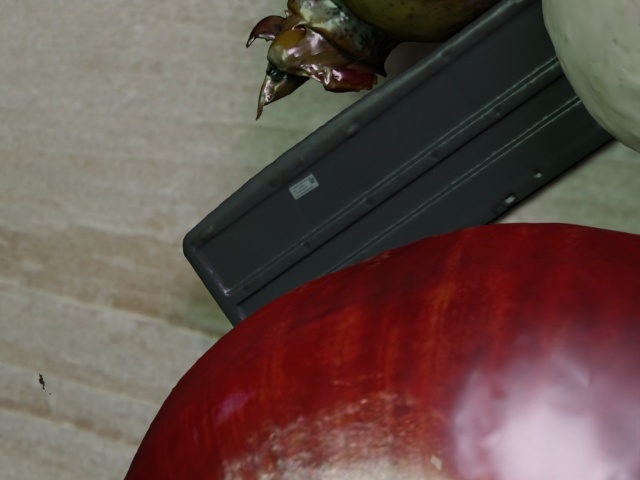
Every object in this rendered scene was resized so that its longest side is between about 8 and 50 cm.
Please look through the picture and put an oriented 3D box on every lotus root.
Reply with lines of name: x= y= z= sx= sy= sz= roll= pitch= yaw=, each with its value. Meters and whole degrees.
lotus root: x=0.052 y=-0.182 z=1.012 sx=0.154 sy=0.154 sz=0.278 roll=45 pitch=114 yaw=38

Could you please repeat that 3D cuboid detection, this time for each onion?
onion: x=0.100 y=0.150 z=0.769 sx=0.341 sy=0.341 sz=0.341 roll=-12 pitch=70 yaw=36

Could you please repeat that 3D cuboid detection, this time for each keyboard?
keyboard: x=0.003 y=-0.002 z=1.047 sx=0.381 sy=0.041 sz=0.103 roll=-34 pitch=89 yaw=20

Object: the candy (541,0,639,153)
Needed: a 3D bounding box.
candy: x=0.220 y=-0.163 z=0.845 sx=0.295 sy=0.185 sz=0.295 roll=-7 pitch=78 yaw=34
